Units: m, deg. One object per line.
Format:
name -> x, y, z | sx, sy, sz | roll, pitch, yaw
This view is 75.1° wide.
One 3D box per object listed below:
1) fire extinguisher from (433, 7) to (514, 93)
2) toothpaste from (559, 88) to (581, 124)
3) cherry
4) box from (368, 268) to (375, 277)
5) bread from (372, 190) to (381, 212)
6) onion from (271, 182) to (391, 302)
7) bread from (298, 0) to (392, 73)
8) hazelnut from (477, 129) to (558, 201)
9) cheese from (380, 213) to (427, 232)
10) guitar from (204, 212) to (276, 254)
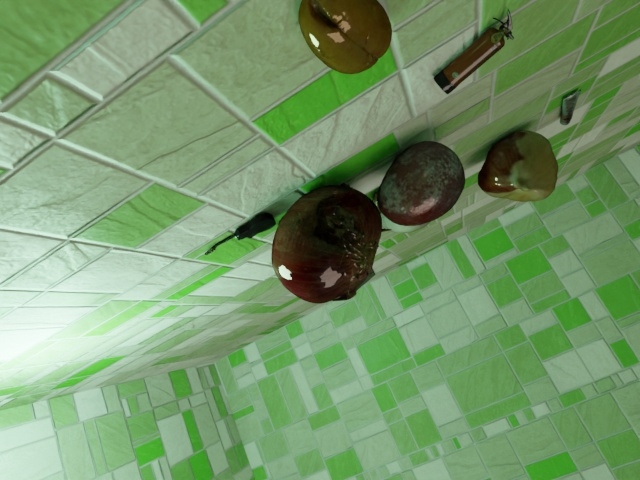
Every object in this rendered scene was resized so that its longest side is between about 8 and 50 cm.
fire extinguisher -> 0.311, -0.375, 0.835 | 0.062, 0.050, 0.177 | 32, 130, -25
toothpaste -> 0.838, -0.447, 1.406 | 0.056, 0.036, 0.205 | -29, 160, 18
cherry -> 0.287, -0.158, 1.161 | 0.285, 0.213, 0.236 | -41, 140, -24
box -> 0.082, 0.083, 1.604 | 0.117, 0.225, 0.225 | -18, 163, -23
bread -> 0.210, -0.138, 1.398 | 0.082, 0.060, 0.113 | -21, 161, -15
onion -> 0.031, 0.011, 1.173 | 0.353, 0.354, 0.353 | -23, 164, -7
bread -> 0.044, -0.304, 0.616 | 0.114, 0.077, 0.189 | -30, 166, 31
hazelnut -> 0.689, -0.238, 1.447 | 0.261, 0.261, 0.241 | -31, -166, 20
cheese -> 0.326, -0.112, 1.488 | 0.198, 0.154, 0.189 | -23, 160, -18
guitar -> -0.235, -0.013, 1.196 | 0.233, 0.025, 0.088 | -29, 165, 10
